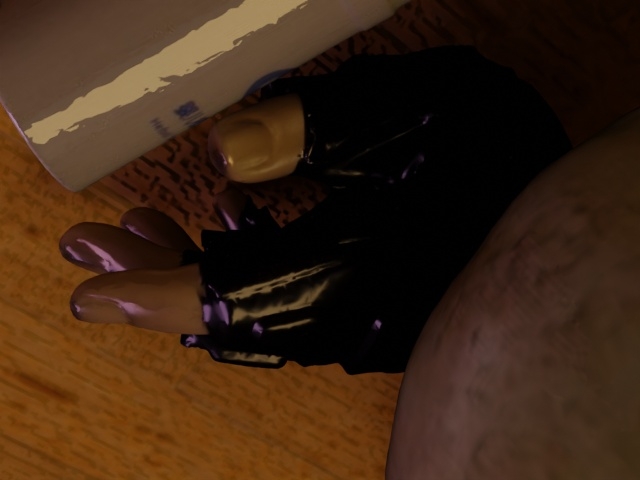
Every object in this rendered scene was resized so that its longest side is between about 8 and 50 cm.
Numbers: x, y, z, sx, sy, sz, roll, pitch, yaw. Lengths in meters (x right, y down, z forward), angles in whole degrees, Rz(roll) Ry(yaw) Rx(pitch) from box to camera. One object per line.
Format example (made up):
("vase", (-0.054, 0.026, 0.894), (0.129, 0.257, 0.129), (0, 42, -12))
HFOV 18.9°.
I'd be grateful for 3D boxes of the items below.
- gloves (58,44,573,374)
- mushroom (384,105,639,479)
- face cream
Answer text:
("gloves", (0.000, 0.000, 0.745), (0.203, 0.124, 0.164), (-29, 146, -23))
("mushroom", (0.194, 0.088, 0.678), (0.352, 0.260, 0.352), (-6, 119, -10))
("face cream", (0.003, -0.110, 0.667), (0.250, 0.077, 0.077), (-30, 138, 6))
